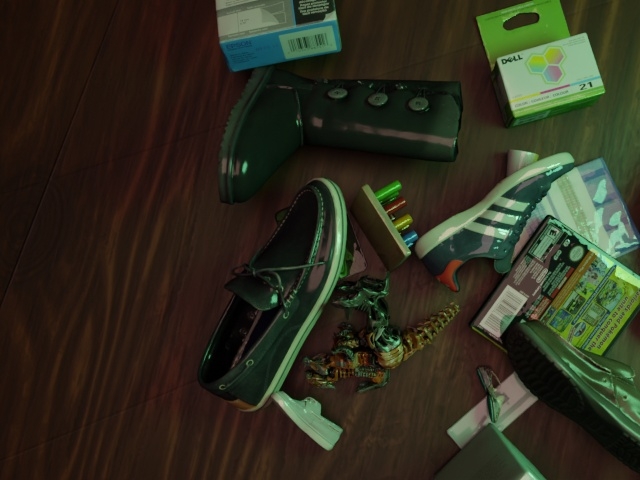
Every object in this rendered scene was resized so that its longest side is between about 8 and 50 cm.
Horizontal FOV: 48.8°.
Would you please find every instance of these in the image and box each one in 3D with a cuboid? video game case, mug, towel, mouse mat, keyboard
[{"bbox_3d":[0.474,0.131,1.397,0.248,0.035,0.275,35,93,4],"label":"video game case"},{"bbox_3d":[0.418,-0.148,1.450,0.078,0.062,0.064,12,94,14],"label":"mug"},{"bbox_3d":[0.483,-0.025,1.441,0.285,0.034,0.209,-23,82,4],"label":"towel"},{"bbox_3d":[0.000,0.000,1.511,0.152,0.007,0.190,-22,83,4],"label":"mouse mat"},{"bbox_3d":[0.374,0.330,1.430,0.256,0.014,0.072,-42,76,1],"label":"keyboard"}]

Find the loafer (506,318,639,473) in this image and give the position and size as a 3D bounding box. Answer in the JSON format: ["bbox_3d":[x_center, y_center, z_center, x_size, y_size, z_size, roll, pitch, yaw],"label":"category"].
[{"bbox_3d":[0.508,0.273,1.319,0.366,0.134,0.130,43,62,10],"label":"loafer"}]

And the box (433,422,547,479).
[{"bbox_3d":[0.342,0.489,1.240,0.168,0.345,0.215,-44,85,2],"label":"box"}]

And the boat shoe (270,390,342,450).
[{"bbox_3d":[-0.023,0.350,1.419,0.184,0.066,0.063,45,76,-19],"label":"boat shoe"}]

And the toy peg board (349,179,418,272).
[{"bbox_3d":[0.143,-0.036,1.427,0.079,0.161,0.161,-30,81,-12],"label":"toy peg board"}]

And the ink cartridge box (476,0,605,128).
[{"bbox_3d":[0.444,-0.383,1.451,0.188,0.097,0.255,-15,83,5],"label":"ink cartridge box"}]

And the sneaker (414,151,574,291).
[{"bbox_3d":[0.362,-0.027,1.376,0.350,0.131,0.148,-37,78,16],"label":"sneaker"}]

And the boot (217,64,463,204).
[{"bbox_3d":[0.051,-0.197,1.399,0.445,0.146,0.367,10,56,6],"label":"boot"}]

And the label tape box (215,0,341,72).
[{"bbox_3d":[-0.098,-0.535,1.480,0.240,0.106,0.334,-10,66,5],"label":"label tape box"}]

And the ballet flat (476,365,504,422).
[{"bbox_3d":[0.346,0.305,1.412,0.041,0.041,0.114,-14,68,5],"label":"ballet flat"}]

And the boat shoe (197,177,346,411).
[{"bbox_3d":[-0.096,0.101,1.408,0.187,0.156,0.500,27,92,52],"label":"boat shoe"}]

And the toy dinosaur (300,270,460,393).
[{"bbox_3d":[0.112,0.187,1.432,0.322,0.164,0.218,-23,97,-14],"label":"toy dinosaur"}]
